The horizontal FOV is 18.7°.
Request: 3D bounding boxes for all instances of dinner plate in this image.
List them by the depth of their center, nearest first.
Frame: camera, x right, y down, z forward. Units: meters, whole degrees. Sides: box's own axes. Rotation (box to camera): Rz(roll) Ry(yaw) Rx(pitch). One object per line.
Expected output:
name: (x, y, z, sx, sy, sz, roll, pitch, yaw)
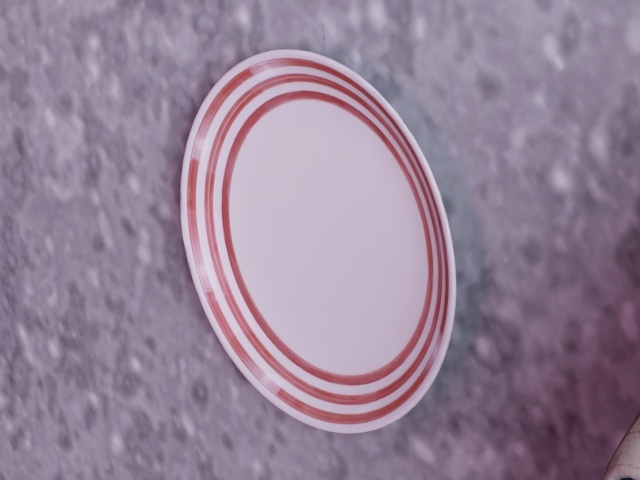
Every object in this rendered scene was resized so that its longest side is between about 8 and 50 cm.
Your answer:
dinner plate: (0.000, 0.000, 0.703, 0.141, 0.017, 0.141, 18, 116, 41)

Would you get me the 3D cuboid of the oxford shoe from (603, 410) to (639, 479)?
oxford shoe: (0.156, 0.027, 0.447, 0.140, 0.146, 0.397, 36, 127, 33)
